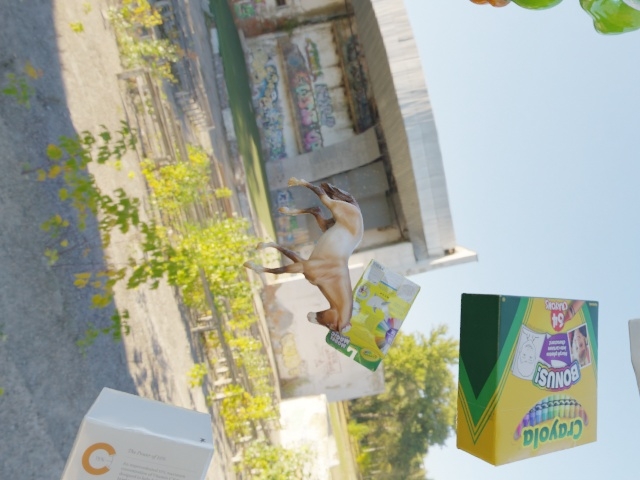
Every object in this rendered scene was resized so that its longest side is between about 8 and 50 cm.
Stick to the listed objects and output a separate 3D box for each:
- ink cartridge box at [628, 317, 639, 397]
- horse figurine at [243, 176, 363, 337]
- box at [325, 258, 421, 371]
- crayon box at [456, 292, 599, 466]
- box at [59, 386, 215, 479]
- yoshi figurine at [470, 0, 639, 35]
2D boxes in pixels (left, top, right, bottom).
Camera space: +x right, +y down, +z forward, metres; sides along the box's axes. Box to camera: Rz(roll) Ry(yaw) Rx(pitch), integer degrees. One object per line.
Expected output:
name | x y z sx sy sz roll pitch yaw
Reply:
ink cartridge box | 0.523 0.187 0.598 0.066 0.189 0.232 59 41 -17
horse figurine | 0.000 0.000 0.722 0.066 0.175 0.263 105 8 -57
box | 0.090 0.131 0.798 0.179 0.105 0.043 -54 169 -29
crayon box | 0.451 0.276 0.974 0.106 0.363 0.312 -7 -101 57
box | -0.346 0.468 0.790 0.168 0.215 0.345 179 -69 -74
yoshi figurine | 0.312 -0.315 0.450 0.203 0.204 0.362 -63 -146 20
